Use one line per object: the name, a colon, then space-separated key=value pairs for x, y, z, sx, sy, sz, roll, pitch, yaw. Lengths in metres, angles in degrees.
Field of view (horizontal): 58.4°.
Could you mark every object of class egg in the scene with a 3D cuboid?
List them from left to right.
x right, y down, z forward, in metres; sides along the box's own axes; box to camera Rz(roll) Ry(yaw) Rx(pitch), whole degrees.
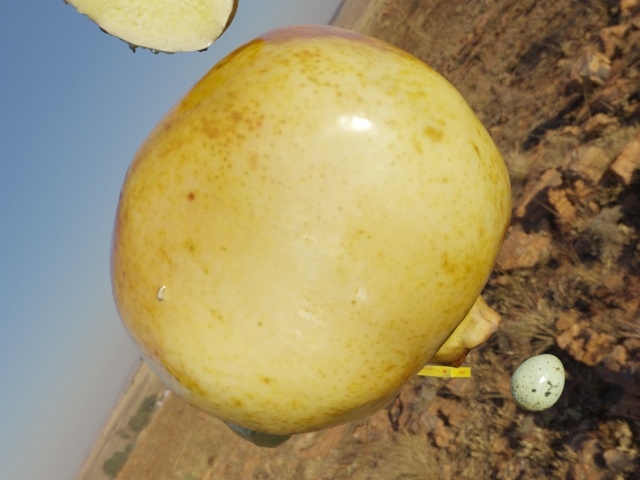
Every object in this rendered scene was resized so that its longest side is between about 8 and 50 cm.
egg: x=0.391 y=0.254 z=1.029 sx=0.110 sy=0.085 sz=0.085 roll=-59 pitch=10 yaw=-3

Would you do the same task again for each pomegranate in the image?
pomegranate: x=0.000 y=0.000 z=0.580 sx=0.416 sy=0.417 sz=0.416 roll=-58 pitch=11 yaw=18

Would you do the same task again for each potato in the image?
potato: x=-0.183 y=-0.291 z=0.612 sx=0.081 sy=0.201 sz=0.164 roll=-87 pitch=20 yaw=-55

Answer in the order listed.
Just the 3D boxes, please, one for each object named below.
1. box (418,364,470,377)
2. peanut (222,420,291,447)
box: x=0.207 y=0.256 z=1.134 sx=0.155 sy=0.087 sz=0.023 roll=-5 pitch=73 yaw=37
peanut: x=-0.192 y=0.345 z=1.254 sx=0.147 sy=0.306 sz=0.147 roll=-54 pitch=10 yaw=14
